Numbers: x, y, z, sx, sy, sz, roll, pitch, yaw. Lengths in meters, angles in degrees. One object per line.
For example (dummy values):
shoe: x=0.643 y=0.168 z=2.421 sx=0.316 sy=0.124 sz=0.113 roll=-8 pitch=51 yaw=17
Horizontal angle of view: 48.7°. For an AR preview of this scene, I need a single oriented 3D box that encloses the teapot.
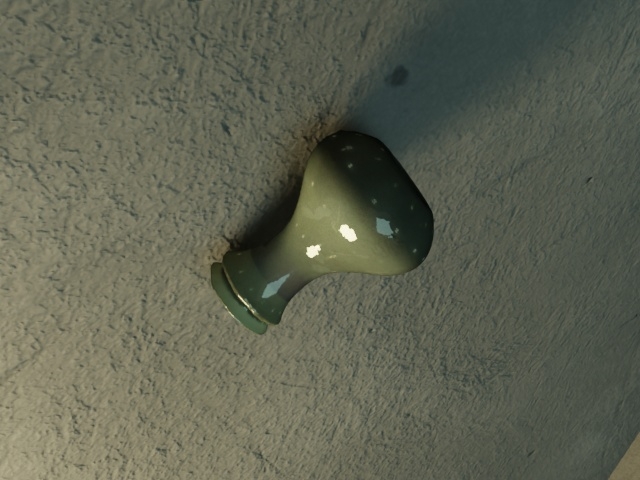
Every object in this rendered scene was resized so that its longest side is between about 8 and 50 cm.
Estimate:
teapot: x=0.000 y=0.000 z=0.825 sx=0.250 sy=0.184 sz=0.183 roll=-37 pitch=137 yaw=12
